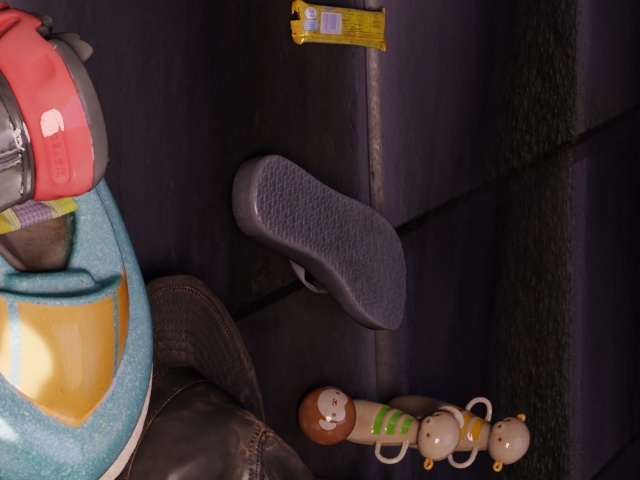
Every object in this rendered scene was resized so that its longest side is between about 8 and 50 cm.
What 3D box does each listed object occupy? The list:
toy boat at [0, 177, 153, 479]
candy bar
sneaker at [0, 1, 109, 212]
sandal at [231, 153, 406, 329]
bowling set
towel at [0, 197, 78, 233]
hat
[{"bbox_3d":[-0.217,0.033,0.778,0.318,0.148,0.267,-9,74,-46],"label":"toy boat"},{"bbox_3d":[0.021,-0.190,1.290,0.161,0.018,0.040,-8,101,-57],"label":"candy bar"},{"bbox_3d":[-0.224,-0.076,0.693,0.135,0.276,0.098,-28,129,-32],"label":"sneaker"},{"bbox_3d":[0.000,-0.001,1.281,0.254,0.054,0.097,41,55,-44],"label":"sandal"},{"bbox_3d":[0.065,0.226,1.330,0.287,0.154,0.200,-64,145,-27],"label":"bowling set"},{"bbox_3d":[-0.171,-0.033,0.776,0.083,0.009,0.060,-17,75,-55],"label":"towel"},{"bbox_3d":[-0.082,0.196,1.051,0.331,0.134,0.331,-21,116,-54],"label":"hat"}]
